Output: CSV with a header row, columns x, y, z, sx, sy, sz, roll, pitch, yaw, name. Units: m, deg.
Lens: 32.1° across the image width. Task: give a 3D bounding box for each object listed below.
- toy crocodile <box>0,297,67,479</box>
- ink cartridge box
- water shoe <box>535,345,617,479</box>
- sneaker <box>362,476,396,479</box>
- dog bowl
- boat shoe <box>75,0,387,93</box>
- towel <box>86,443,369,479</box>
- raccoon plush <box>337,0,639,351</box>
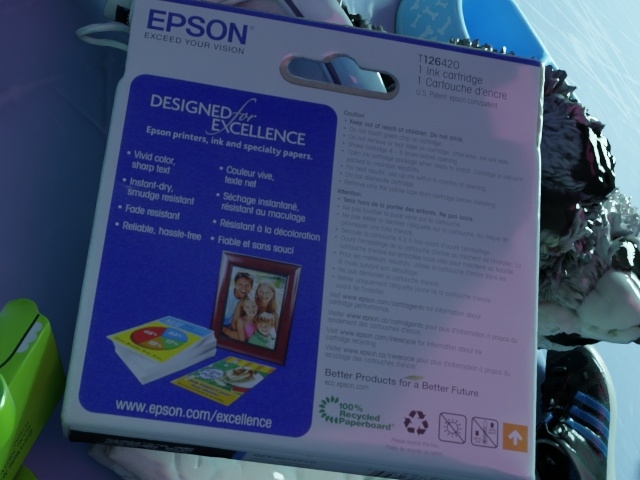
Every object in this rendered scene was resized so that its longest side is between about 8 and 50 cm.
x,y,z,sx,sy,sz,roll,pitch,yaw,name
-0.232,0.168,0.593,0.115,0.105,0.340,84,20,-46,toy crocodile
0.000,0.000,0.760,0.303,0.072,0.307,9,67,-8,ink cartridge box
0.245,0.186,1.096,0.080,0.073,0.203,15,62,-39,water shoe
0.147,0.265,0.771,0.108,0.169,0.292,-20,71,-44,sneaker
0.201,-0.158,1.207,0.297,0.074,0.166,54,43,-15,dog bowl
-0.113,-0.182,0.835,0.156,0.136,0.367,-41,93,-19,boat shoe
0.002,0.126,0.886,0.317,0.053,0.332,44,46,-22,towel
0.142,-0.085,1.010,0.446,0.216,0.299,63,17,20,raccoon plush
